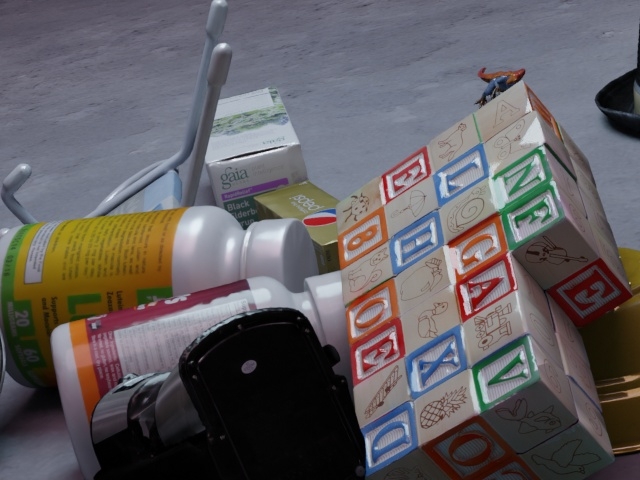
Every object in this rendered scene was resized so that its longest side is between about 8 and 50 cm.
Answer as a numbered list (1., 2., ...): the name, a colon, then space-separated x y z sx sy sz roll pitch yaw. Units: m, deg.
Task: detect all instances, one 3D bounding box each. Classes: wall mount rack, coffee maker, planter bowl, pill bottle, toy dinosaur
1. wall mount rack: -0.174 -0.072 1.602 0.304 0.130 0.350 -36 19 8
2. coffee maker: -0.061 0.145 1.037 0.120 0.171 0.178 5 -21 -27
3. planter bowl: 0.195 0.063 1.200 0.217 0.090 0.217 -10 21 4
4. pill bottle: -0.074 0.094 1.218 0.221 0.121 0.121 -14 20 -6
5. pill bottle: -0.131 0.044 1.362 0.246 0.136 0.136 -6 21 16
6. toy dinosaur: 0.199 -0.176 1.869 0.047 0.090 0.082 -11 -27 -29

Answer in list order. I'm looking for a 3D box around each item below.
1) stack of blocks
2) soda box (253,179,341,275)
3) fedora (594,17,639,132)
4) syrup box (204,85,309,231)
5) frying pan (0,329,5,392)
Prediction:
1. stack of blocks: 0.109 0.041 1.116 0.171 0.087 0.297 -33 31 19
2. soda box: 0.000 0.000 1.516 0.058 0.061 0.181 -19 21 -17
3. fedora: 0.438 -0.224 1.747 0.334 0.152 0.334 -10 21 4
4. syrup box: -0.067 -0.077 1.712 0.093 0.096 0.237 -14 21 -2
5. frying pan: -0.394 0.089 1.331 0.326 0.053 0.197 19 66 25
